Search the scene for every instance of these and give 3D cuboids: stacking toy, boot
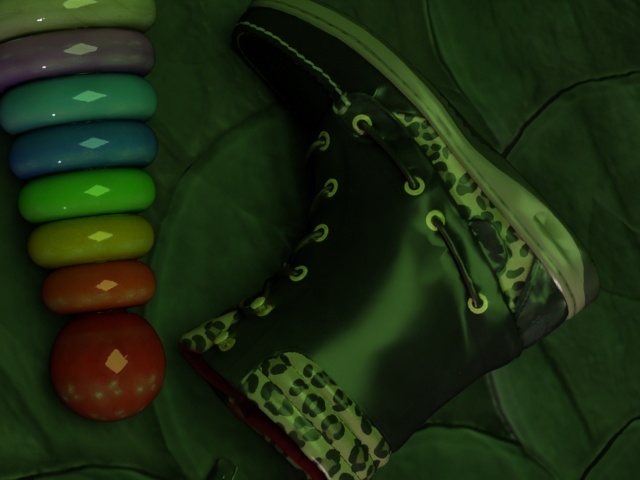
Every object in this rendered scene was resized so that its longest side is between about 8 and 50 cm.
[{"bbox_3d":[-0.177,-0.025,1.257,0.141,0.141,0.330,-7,89,-26],"label":"stacking toy"},{"bbox_3d":[0.000,0.000,1.308,0.284,0.138,0.377,-43,81,-12],"label":"boot"}]

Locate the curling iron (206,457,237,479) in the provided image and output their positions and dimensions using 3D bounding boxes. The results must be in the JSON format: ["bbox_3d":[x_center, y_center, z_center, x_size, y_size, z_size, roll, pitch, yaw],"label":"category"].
[{"bbox_3d":[-0.137,0.282,1.249,0.068,0.035,0.274,40,66,-13],"label":"curling iron"}]
